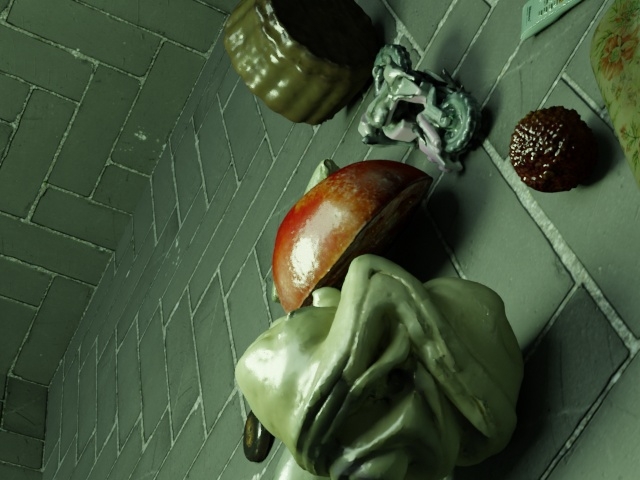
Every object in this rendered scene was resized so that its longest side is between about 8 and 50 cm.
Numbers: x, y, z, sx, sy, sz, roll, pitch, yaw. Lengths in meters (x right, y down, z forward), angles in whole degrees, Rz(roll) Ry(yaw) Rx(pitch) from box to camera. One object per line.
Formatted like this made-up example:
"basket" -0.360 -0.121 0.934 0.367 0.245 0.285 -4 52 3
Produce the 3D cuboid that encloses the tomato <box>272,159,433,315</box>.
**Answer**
"tomato" 0.033 -0.027 1.836 0.338 0.143 0.338 -46 -10 -11

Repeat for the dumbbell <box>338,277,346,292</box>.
"dumbbell" 0.102 0.147 1.749 0.140 0.124 0.225 -62 22 19

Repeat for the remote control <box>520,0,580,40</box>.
"remote control" 0.366 -0.369 1.714 0.162 0.029 0.061 -29 46 52

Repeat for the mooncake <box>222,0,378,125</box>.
"mooncake" -0.032 -0.420 2.339 0.187 0.324 0.324 -43 33 42

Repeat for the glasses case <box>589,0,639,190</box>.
"glasses case" 0.418 -0.165 1.302 0.156 0.098 0.425 -49 28 34

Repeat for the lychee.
"lychee" 0.311 -0.125 1.495 0.123 0.123 0.129 -58 24 27

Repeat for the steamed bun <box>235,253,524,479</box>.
"steamed bun" 0.081 0.200 1.432 0.339 0.352 0.247 -50 19 35

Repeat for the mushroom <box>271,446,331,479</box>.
"mushroom" -0.013 0.302 1.891 0.159 0.122 0.329 -17 54 53

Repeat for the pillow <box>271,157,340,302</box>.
"pillow" 0.001 -0.001 2.068 0.281 0.076 0.274 32 -102 -76

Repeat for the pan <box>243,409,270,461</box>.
"pan" -0.103 0.360 2.170 0.212 0.040 0.115 -46 36 46

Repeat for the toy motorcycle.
"toy motorcycle" 0.165 -0.211 1.929 0.327 0.143 0.188 49 126 50
